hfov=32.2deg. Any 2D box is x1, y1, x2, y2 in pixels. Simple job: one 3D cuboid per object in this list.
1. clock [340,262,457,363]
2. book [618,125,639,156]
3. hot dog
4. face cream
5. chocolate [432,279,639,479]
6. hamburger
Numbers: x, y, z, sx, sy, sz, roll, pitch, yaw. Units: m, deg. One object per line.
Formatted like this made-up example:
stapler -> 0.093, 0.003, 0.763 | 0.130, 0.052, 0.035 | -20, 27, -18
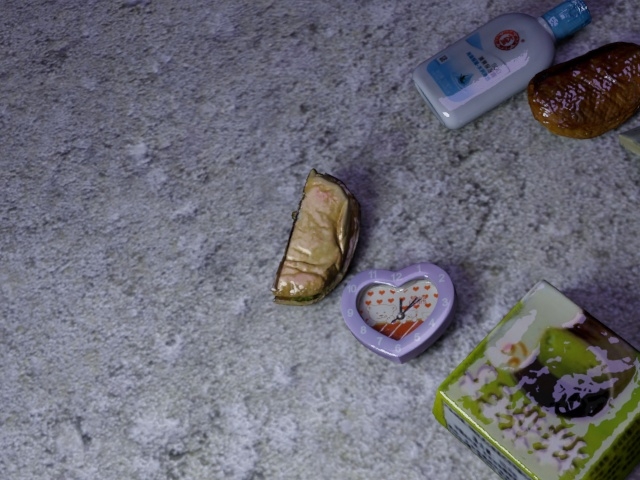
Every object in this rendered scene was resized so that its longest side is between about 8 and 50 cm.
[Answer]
clock -> 0.137, 0.130, 1.885 | 0.198, 0.064, 0.172 | -9, 61, 15
book -> 0.648, -0.211, 1.832 | 0.289, 0.201, 0.026 | -22, 101, 8
hot dog -> 0.477, -0.269, 1.957 | 0.226, 0.099, 0.161 | -22, 59, 6
face cream -> 0.344, -0.342, 2.052 | 0.336, 0.080, 0.163 | -31, 58, 2
chocolate -> 0.362, 0.243, 1.707 | 0.289, 0.137, 0.301 | -46, 59, -7
hamburger -> 0.000, 0.000, 1.979 | 0.130, 0.124, 0.262 | 16, 73, 5
